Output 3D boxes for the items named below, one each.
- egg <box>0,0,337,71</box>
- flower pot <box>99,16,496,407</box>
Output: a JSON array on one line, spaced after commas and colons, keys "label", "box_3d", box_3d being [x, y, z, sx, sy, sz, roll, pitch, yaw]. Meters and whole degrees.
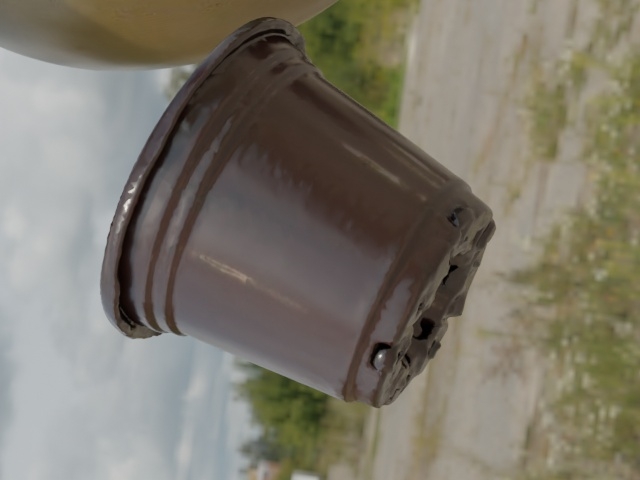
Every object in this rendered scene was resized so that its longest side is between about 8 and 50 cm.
[{"label": "egg", "box_3d": [-0.125, -0.260, 1.061, 0.301, 0.374, 0.301, 7, -90, -83]}, {"label": "flower pot", "box_3d": [0.000, 0.000, 0.488, 0.111, 0.089, 0.111, -55, -16, -25]}]
